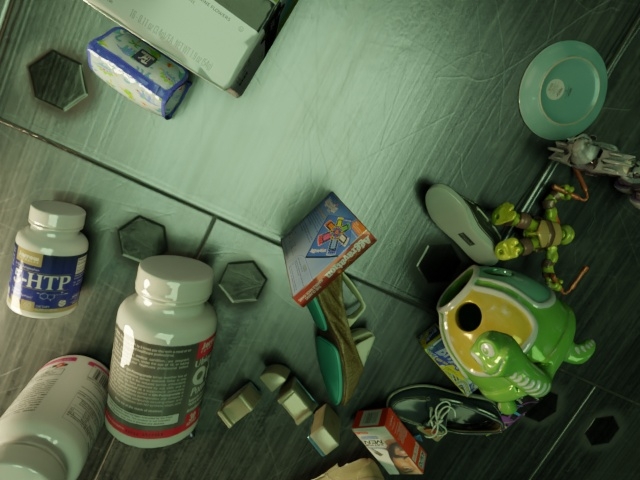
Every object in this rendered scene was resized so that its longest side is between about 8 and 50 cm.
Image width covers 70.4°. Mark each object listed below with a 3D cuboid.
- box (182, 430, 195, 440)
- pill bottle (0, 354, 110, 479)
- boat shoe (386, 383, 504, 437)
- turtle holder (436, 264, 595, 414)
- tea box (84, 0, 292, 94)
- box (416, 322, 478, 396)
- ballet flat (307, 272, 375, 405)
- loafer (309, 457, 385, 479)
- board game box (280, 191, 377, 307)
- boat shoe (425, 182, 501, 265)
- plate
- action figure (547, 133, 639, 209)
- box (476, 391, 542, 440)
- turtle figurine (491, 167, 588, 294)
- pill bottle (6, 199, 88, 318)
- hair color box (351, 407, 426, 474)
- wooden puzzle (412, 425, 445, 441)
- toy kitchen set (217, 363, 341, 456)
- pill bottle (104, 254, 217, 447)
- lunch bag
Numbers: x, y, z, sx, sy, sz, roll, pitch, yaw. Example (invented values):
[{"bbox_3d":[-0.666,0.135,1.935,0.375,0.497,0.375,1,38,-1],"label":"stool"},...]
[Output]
[{"bbox_3d":[-0.312,0.392,0.977,0.067,0.018,0.083,-8,108,-6],"label":"box"},{"bbox_3d":[-0.480,0.341,0.799,0.160,0.283,0.161,-2,106,-7],"label":"pill bottle"},{"bbox_3d":[0.277,0.389,1.014,0.254,0.079,0.095,10,103,0],"label":"boat shoe"},{"bbox_3d":[0.333,0.184,0.866,0.227,0.320,0.243,43,137,5],"label":"turtle holder"},{"bbox_3d":[-0.126,-0.391,0.608,0.220,0.329,0.324,30,101,-15],"label":"tea box"},{"bbox_3d":[0.290,0.265,1.008,0.059,0.054,0.169,-41,107,5],"label":"box"},{"bbox_3d":[0.042,0.174,0.930,0.124,0.116,0.343,-21,105,-22],"label":"ballet flat"},{"bbox_3d":[0.031,0.579,1.049,0.268,0.092,0.102,-22,107,16],"label":"loafer"},{"bbox_3d":[0.000,0.000,0.767,0.145,0.281,0.027,-44,108,6],"label":"board game box"},{"bbox_3d":[0.289,-0.042,0.911,0.219,0.077,0.070,46,55,-23],"label":"boat shoe"},{"bbox_3d":[0.480,-0.290,0.886,0.188,0.024,0.188,-2,108,-8],"label":"plate"},{"bbox_3d":[0.563,-0.143,0.867,0.285,0.185,0.099,18,113,-30],"label":"action figure"},{"bbox_3d":[0.429,0.387,1.077,0.162,0.029,0.116,-44,107,5],"label":"box"},{"bbox_3d":[0.446,-0.027,0.923,0.217,0.087,0.270,3,94,-27],"label":"turtle figurine"},{"bbox_3d":[-0.474,0.030,0.798,0.111,0.112,0.187,14,104,-12],"label":"pill bottle"},{"bbox_3d":[0.156,0.455,1.025,0.093,0.053,0.167,-23,113,36],"label":"hair color box"},{"bbox_3d":[0.275,0.439,1.078,0.078,0.014,0.116,31,100,-15],"label":"wooden puzzle"},{"bbox_3d":[-0.085,0.380,0.975,0.166,0.122,0.207,-40,88,5],"label":"toy kitchen set"},{"bbox_3d":[-0.289,0.196,0.840,0.176,0.176,0.319,11,105,-11],"label":"pill bottle"},{"bbox_3d":[-0.283,-0.261,0.717,0.128,0.151,0.096,32,100,-15],"label":"lunch bag"}]
